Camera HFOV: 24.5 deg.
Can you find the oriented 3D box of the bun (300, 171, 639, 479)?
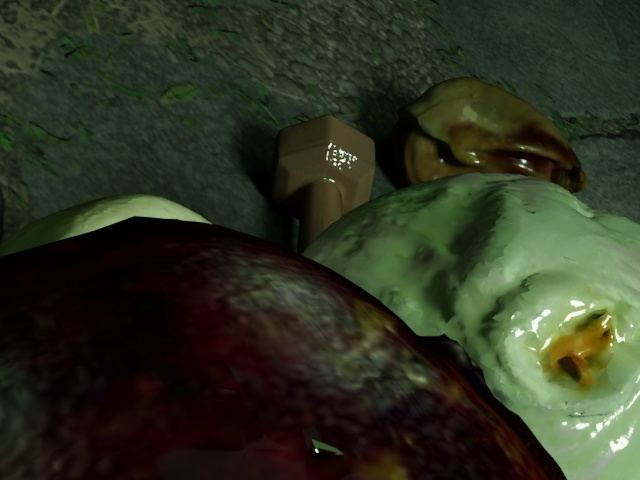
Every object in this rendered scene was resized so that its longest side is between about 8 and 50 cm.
[{"bbox_3d":[0.119,0.082,0.797,0.293,0.187,0.293,10,65,-23],"label":"bun"}]

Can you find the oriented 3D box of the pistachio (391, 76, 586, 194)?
[{"bbox_3d":[0.157,-0.072,1.338,0.210,0.130,0.165,16,3,-36],"label":"pistachio"}]

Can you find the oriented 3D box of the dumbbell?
[{"bbox_3d":[0.000,0.000,1.119,0.082,0.092,0.231,7,41,-5],"label":"dumbbell"}]

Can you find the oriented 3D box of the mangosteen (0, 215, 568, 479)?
[{"bbox_3d":[-0.095,0.178,0.567,0.421,0.381,0.381,-11,56,-14],"label":"mangosteen"}]

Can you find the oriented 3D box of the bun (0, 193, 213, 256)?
[{"bbox_3d":[-0.112,0.087,0.834,0.229,0.145,0.229,37,39,-37],"label":"bun"}]

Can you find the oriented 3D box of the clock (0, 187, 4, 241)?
[{"bbox_3d":[-0.327,-0.052,0.818,0.319,0.066,0.319,31,30,-20],"label":"clock"}]
